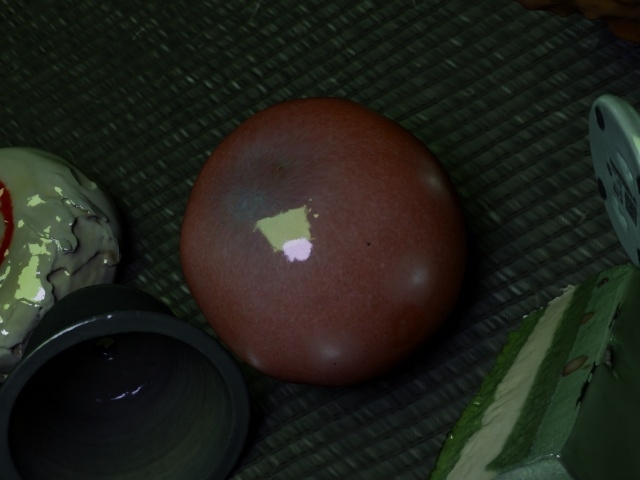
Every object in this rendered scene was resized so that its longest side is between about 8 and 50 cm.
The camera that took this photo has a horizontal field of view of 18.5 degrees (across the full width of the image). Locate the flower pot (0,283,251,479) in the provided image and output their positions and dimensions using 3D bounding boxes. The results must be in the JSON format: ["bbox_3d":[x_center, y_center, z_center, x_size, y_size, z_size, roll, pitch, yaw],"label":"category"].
[{"bbox_3d":[-0.189,0.133,1.812,0.235,0.235,0.148,-41,30,10],"label":"flower pot"}]

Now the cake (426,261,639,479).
[{"bbox_3d":[0.212,0.167,1.580,0.158,0.172,0.283,-26,19,36],"label":"cake"}]

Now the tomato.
[{"bbox_3d":[0.000,0.000,1.729,0.256,0.224,0.256,-12,54,17],"label":"tomato"}]

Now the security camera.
[{"bbox_3d":[0.299,-0.002,1.573,0.080,0.157,0.301,-20,48,-7],"label":"security camera"}]

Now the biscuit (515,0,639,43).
[{"bbox_3d":[0.366,-0.341,1.667,0.395,0.166,0.343,-8,56,31],"label":"biscuit"}]

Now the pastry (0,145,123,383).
[{"bbox_3d":[-0.318,0.024,1.995,0.265,0.133,0.265,-13,63,26],"label":"pastry"}]
